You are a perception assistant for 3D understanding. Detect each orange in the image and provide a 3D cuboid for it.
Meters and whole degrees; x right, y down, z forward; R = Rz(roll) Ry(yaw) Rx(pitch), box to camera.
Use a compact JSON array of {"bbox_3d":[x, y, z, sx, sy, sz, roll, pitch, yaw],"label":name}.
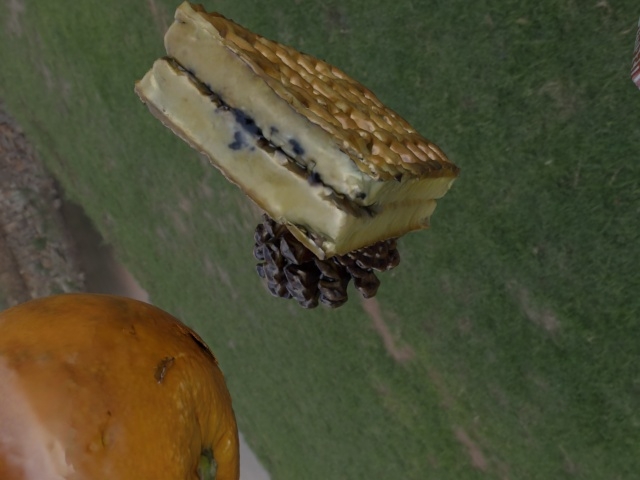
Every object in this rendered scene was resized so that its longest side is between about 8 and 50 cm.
[{"bbox_3d":[-0.182,0.181,0.573,0.226,0.284,0.283,-3,121,14],"label":"orange"}]

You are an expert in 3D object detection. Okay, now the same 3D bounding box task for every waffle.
[{"bbox_3d":[0.004,-0.090,0.676,0.213,0.308,0.091,42,108,13],"label":"waffle"}]

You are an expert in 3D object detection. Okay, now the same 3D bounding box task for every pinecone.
[{"bbox_3d":[0.000,0.000,1.006,0.208,0.208,0.207,44,149,35],"label":"pinecone"}]

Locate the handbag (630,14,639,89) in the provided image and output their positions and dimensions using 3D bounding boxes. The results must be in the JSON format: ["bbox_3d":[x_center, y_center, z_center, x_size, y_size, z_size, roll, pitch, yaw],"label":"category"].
[{"bbox_3d":[0.425,-0.228,0.773,0.151,0.298,0.171,30,130,6],"label":"handbag"}]
